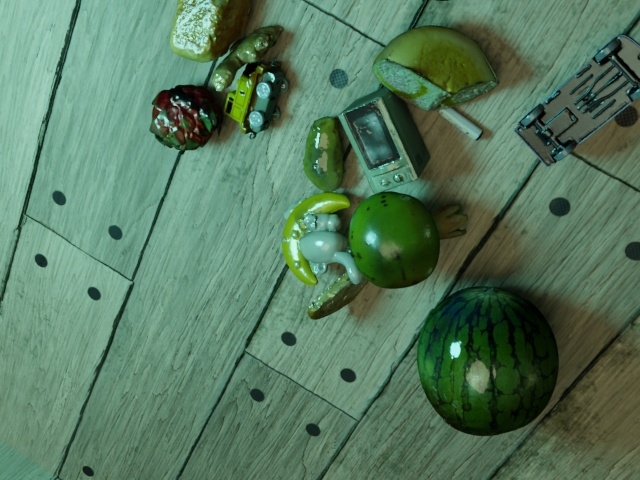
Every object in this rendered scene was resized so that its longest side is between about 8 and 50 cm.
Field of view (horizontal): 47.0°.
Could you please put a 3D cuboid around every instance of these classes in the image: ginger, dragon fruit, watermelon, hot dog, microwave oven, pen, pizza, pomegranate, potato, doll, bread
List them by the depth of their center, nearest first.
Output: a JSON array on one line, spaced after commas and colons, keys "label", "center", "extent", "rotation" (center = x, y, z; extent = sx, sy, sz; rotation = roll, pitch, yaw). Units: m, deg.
[{"label": "bread", "center": [0.255, -0.378, 1.602], "extent": [0.260, 0.158, 0.156], "rotation": [27, 79, -7]}, {"label": "pen", "center": [0.260, -0.318, 1.689], "extent": [0.269, 0.033, 0.033], "rotation": [37, 121, 0]}, {"label": "microwave oven", "center": [0.145, -0.234, 1.695], "extent": [0.129, 0.163, 0.205], "rotation": [-19, 106, 26]}, {"label": "hot dog", "center": [-0.248, -0.543, 1.700], "extent": [0.150, 0.153, 0.257], "rotation": [25, 113, 13]}, {"label": "pomegranate", "center": [0.209, -0.011, 1.709], "extent": [0.301, 0.236, 0.236], "rotation": [-14, 114, -14]}, {"label": "ginger", "center": [-0.179, -0.428, 1.711], "extent": [0.133, 0.214, 0.059], "rotation": [-9, 128, 38]}, {"label": "watermelon", "center": [0.397, 0.281, 1.752], "extent": [0.363, 0.363, 0.363], "rotation": [8, 117, 17]}, {"label": "potato", "center": [0.009, -0.211, 1.804], "extent": [0.105, 0.085, 0.188], "rotation": [10, 113, 13]}, {"label": "dragon fruit", "center": [-0.340, -0.305, 1.841], "extent": [0.188, 0.182, 0.182], "rotation": [-33, 100, 11]}, {"label": "doll", "center": [0.000, 0.000, 1.856], "extent": [0.252, 0.111, 0.237], "rotation": [-7, 76, 33]}, {"label": "pizza", "center": [0.078, 0.116, 1.904], "extent": [0.262, 0.181, 0.034], "rotation": [-45, 69, 9]}]

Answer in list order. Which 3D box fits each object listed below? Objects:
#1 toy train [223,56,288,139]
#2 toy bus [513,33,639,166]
[{"label": "toy train", "center": [-0.160, -0.354, 1.797], "extent": [0.127, 0.089, 0.219], "rotation": [30, 122, 16]}, {"label": "toy bus", "center": [0.556, -0.295, 1.533], "extent": [0.125, 0.133, 0.292], "rotation": [47, 123, 1]}]
